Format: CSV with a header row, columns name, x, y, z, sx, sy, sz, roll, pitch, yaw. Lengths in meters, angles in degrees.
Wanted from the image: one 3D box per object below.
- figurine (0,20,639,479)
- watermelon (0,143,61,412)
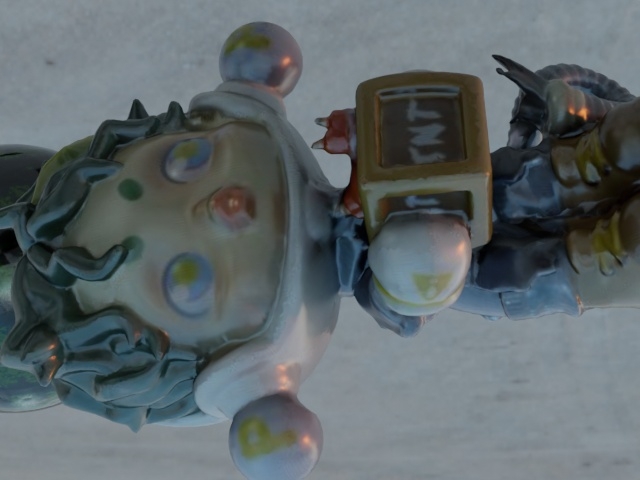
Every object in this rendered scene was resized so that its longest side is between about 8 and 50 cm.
name,x,y,z,sx,sy,sz,roll,pitch,yaw
figurine,0.000,0.002,0.612,0.382,0.261,0.186,-8,143,12
watermelon,-0.300,0.036,1.088,0.269,0.269,0.269,0,159,0
